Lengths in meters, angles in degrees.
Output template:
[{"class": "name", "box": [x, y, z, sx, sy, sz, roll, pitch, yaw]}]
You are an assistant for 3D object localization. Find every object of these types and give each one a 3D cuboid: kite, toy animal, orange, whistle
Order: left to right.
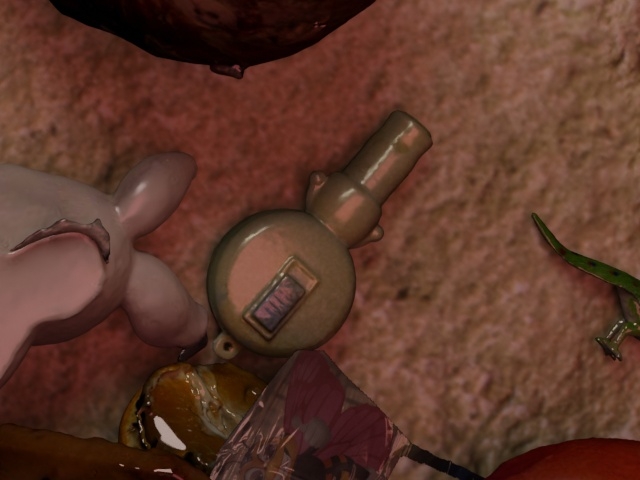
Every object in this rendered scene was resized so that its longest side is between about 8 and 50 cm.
[{"class": "toy animal", "box": [-0.236, 0.040, 1.518, 0.325, 0.154, 0.208, -8, 106, -21]}, {"class": "orange", "box": [-0.094, 0.173, 1.592, 0.112, 0.160, 0.170, -35, 110, 31]}, {"class": "whistle", "box": [0.000, 0.000, 1.629, 0.126, 0.067, 0.258, 43, 82, -19]}, {"class": "kite", "box": [0.030, 0.222, 1.621, 0.360, 0.022, 0.204, 31, 88, -45]}, {"class": "toy animal", "box": [0.257, 0.060, 1.731, 0.217, 0.041, 0.075, 31, 87, -15]}]

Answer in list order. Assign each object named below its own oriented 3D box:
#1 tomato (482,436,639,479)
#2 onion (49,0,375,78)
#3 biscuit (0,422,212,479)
[{"class": "tomato", "box": [0.201, 0.286, 1.664, 0.335, 0.289, 0.176, -30, 62, 2]}, {"class": "onion", "box": [-0.066, -0.317, 1.467, 0.347, 0.348, 0.385, 52, 43, -17]}, {"class": "biscuit", "box": [-0.168, 0.283, 1.517, 0.359, 0.046, 0.359, 9, 127, 11]}]
